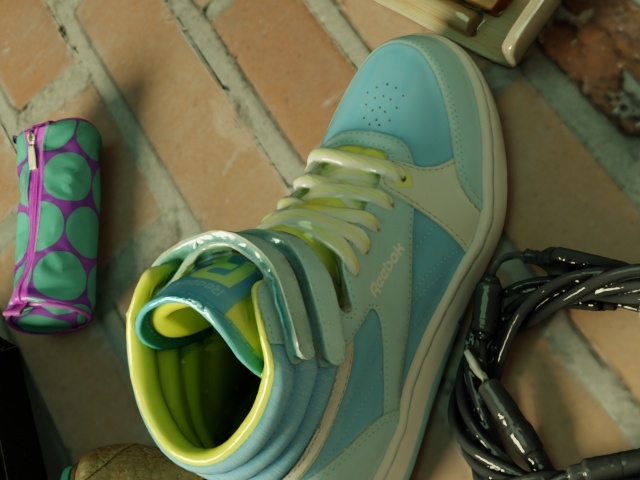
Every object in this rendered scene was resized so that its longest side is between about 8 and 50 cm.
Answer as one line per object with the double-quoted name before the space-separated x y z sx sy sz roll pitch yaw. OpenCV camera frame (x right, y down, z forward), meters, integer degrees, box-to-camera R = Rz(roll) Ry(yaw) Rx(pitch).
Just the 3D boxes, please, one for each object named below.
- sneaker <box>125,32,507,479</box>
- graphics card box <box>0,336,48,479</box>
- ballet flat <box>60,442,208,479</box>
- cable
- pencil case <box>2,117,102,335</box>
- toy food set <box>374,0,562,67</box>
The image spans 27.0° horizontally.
"sneaker" 0.000 0.000 0.753 0.127 0.208 0.319 5 75 34
"graphics card box" -0.345 0.242 0.910 0.371 0.094 0.233 -40 40 12
"ballet flat" -0.083 0.280 0.777 0.124 0.116 0.342 -10 62 7
"cable" 0.153 0.084 0.729 0.184 0.047 0.151 17 82 34
"pencil case" -0.192 -0.010 0.956 0.064 0.070 0.152 -13 67 27
"toy food set" 0.076 -0.268 0.876 0.306 0.092 0.220 35 92 35
